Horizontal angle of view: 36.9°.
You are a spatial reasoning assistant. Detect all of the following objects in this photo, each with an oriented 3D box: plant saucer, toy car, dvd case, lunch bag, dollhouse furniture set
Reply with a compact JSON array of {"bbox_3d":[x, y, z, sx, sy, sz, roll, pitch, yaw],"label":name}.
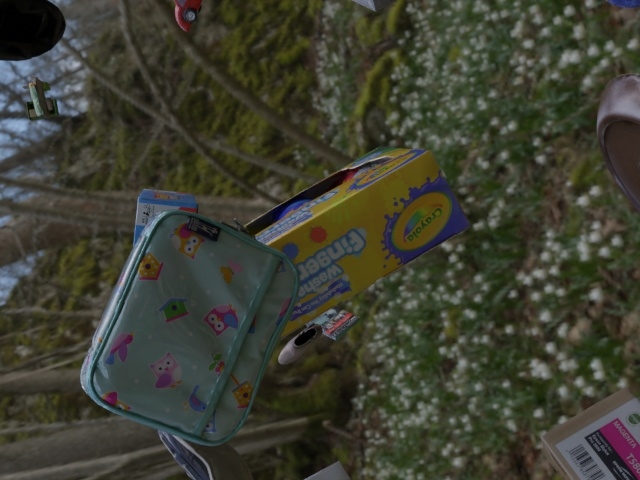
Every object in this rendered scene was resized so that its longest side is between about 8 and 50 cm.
[{"bbox_3d":[0.479,-0.087,1.306,0.310,0.050,0.310,52,175,7],"label":"plant saucer"},{"bbox_3d":[-0.162,-0.466,1.475,0.053,0.239,0.225,25,-122,-12],"label":"toy car"},{"bbox_3d":[0.027,0.197,2.363,0.087,0.119,0.013,-37,-50,-29],"label":"dvd case"},{"bbox_3d":[-0.156,0.105,1.215,0.279,0.224,0.108,-67,14,-9],"label":"lunch bag"},{"bbox_3d":[-0.550,-0.266,1.843,0.152,0.059,0.076,-166,67,-87],"label":"dollhouse furniture set"}]

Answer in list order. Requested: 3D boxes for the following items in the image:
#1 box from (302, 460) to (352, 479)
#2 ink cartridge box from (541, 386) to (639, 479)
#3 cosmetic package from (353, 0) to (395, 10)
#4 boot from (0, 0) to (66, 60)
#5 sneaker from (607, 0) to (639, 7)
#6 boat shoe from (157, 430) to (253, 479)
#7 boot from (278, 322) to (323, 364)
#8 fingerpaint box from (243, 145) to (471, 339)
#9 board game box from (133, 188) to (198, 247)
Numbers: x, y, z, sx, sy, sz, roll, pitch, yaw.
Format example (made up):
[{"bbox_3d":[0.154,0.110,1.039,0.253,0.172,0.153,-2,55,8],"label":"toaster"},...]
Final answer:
[{"bbox_3d":[-0.004,0.581,1.751,0.215,0.168,0.345,56,157,22],"label":"box"},{"bbox_3d":[0.539,0.406,1.708,0.234,0.193,0.088,56,175,42],"label":"ink cartridge box"},{"bbox_3d":[0.069,-0.455,1.527,0.238,0.127,0.107,43,159,50],"label":"cosmetic package"},{"bbox_3d":[-0.579,-0.428,1.545,0.367,0.445,0.146,-28,-44,-54],"label":"boot"},{"bbox_3d":[0.407,-0.483,1.435,0.182,0.127,0.315,-42,-55,-31],"label":"sneaker"},{"bbox_3d":[-0.183,0.355,1.538,0.206,0.065,0.075,51,-138,-7],"label":"boat shoe"},{"bbox_3d":[-0.045,0.213,1.973,0.042,0.118,0.087,47,179,8],"label":"boot"},{"bbox_3d":[0.000,0.000,1.761,0.163,0.445,0.371,60,176,-11],"label":"fingerpaint box"},{"bbox_3d":[-0.251,0.078,1.495,0.308,0.086,0.301,-152,67,-80],"label":"board game box"}]
